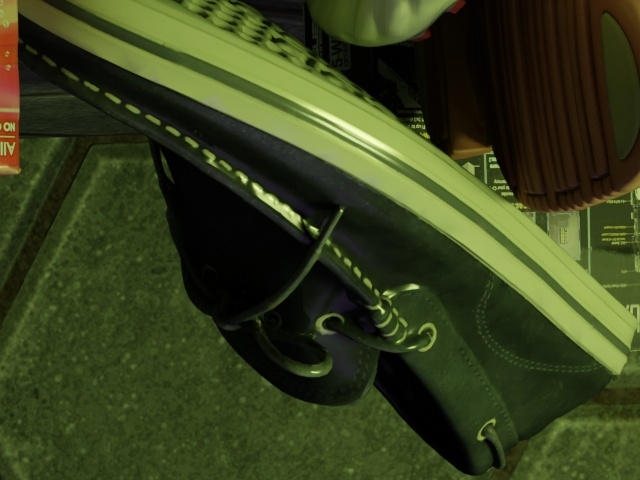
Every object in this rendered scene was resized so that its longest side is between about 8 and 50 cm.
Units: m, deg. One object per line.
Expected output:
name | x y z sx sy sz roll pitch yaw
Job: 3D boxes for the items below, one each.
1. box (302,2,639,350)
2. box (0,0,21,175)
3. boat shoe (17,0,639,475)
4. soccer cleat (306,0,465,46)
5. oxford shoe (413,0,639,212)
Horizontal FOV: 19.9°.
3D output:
box | 0.138 -0.041 1.239 0.307 0.242 0.076 -3 -179 -33
box | -0.243 -0.082 0.650 0.257 0.128 0.123 -1 180 -44
boat shoe | 0.000 0.000 0.950 0.187 0.156 0.500 42 -176 41
soccer cleat | 0.048 -0.128 0.783 0.076 0.068 0.196 17 168 -36
oxford shoe | 0.150 -0.101 0.954 0.147 0.140 0.397 -7 -169 -7
